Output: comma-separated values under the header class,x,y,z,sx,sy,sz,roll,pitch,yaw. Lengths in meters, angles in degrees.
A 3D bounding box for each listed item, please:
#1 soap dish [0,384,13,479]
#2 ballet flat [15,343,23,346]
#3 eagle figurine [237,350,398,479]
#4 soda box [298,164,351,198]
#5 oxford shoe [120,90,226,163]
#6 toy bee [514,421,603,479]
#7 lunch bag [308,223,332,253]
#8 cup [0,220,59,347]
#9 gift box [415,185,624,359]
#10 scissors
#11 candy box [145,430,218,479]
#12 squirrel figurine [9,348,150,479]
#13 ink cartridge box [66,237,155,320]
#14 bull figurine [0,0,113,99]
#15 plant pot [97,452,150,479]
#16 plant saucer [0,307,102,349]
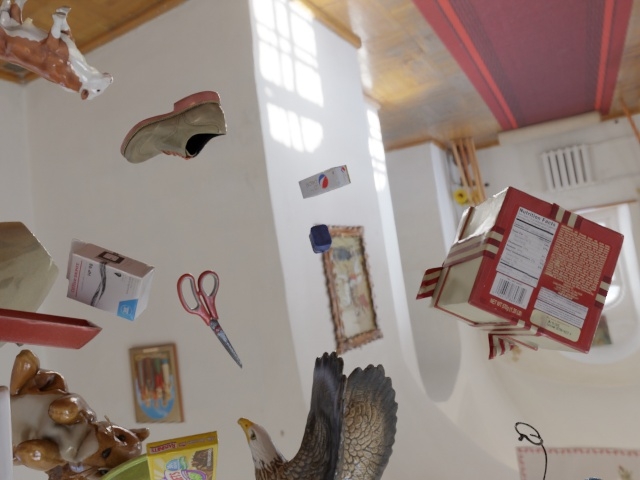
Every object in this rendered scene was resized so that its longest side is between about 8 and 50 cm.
class,x,y,z,sx,sy,sz,roll,pitch,yaw
soap dish,-0.510,0.313,0.700,0.118,0.229,0.290,-1,169,-36
ballet flat,-0.961,0.247,1.574,0.058,0.084,0.250,-26,-142,-27
eagle figurine,-0.017,0.296,0.631,0.298,0.225,0.226,-40,-164,4
soda box,0.014,-0.214,1.843,0.069,0.074,0.216,-18,-177,-38
oxford shoe,-0.401,-0.269,1.343,0.348,0.130,0.123,-22,176,28
toy bee,0.466,0.502,0.911,0.195,0.162,0.298,16,-167,-14
lunch bag,0.000,0.000,1.769,0.067,0.099,0.065,-9,155,-12
cup,-0.841,0.084,1.307,0.237,0.331,0.331,-39,-170,-28
gift box,0.349,0.078,0.942,0.255,0.277,0.258,28,172,1
scissors,-0.276,0.212,1.252,0.109,0.297,0.021,-23,-160,-33
candy box,-0.222,0.372,0.812,0.105,0.027,0.206,-3,137,-16
squirrel figurine,-0.648,0.526,1.320,0.370,0.281,0.397,19,144,-2
ink cartridge box,-0.433,0.077,0.994,0.180,0.104,0.060,19,-159,0
bull figurine,-0.631,-0.447,1.144,0.310,0.189,0.101,20,-148,1
plant pot,-0.371,0.669,1.138,0.276,0.254,0.276,-22,138,-21
plant saucer,-0.562,0.159,0.933,0.259,0.048,0.258,15,168,-29
